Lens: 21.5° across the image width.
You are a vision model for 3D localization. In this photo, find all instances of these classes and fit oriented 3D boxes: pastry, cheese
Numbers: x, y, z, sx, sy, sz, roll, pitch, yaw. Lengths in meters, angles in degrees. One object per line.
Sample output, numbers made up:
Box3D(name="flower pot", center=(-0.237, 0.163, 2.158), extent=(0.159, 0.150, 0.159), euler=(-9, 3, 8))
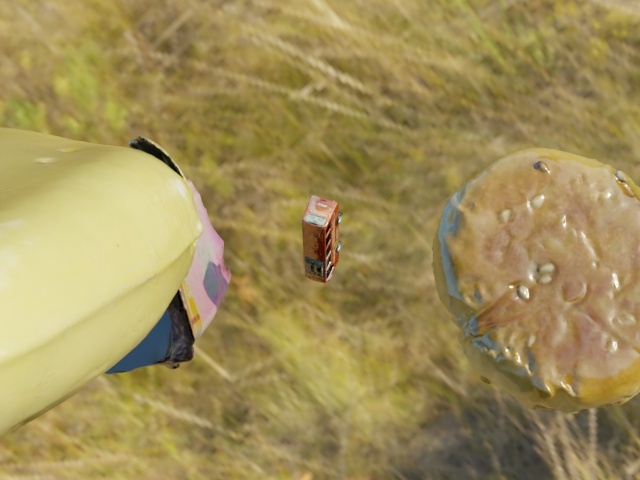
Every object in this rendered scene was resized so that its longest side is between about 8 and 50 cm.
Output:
Box3D(name="pastry", center=(0.280, 0.051, 1.973), extent=(0.284, 0.184, 0.316), euler=(-37, 80, 1))
Box3D(name="cheese", center=(-0.191, 0.019, 0.859), extent=(0.259, 0.128, 0.316), euler=(6, 23, 27))

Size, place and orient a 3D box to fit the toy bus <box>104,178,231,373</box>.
Box3D(name="toy bus", center=(-0.286, 0.045, 1.745), extent=(0.386, 0.171, 0.162), euler=(-7, 16, 25))

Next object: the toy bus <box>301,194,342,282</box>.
Box3D(name="toy bus", center=(0.000, 0.000, 1.628), extent=(0.031, 0.110, 0.043), euler=(16, 59, 11))
